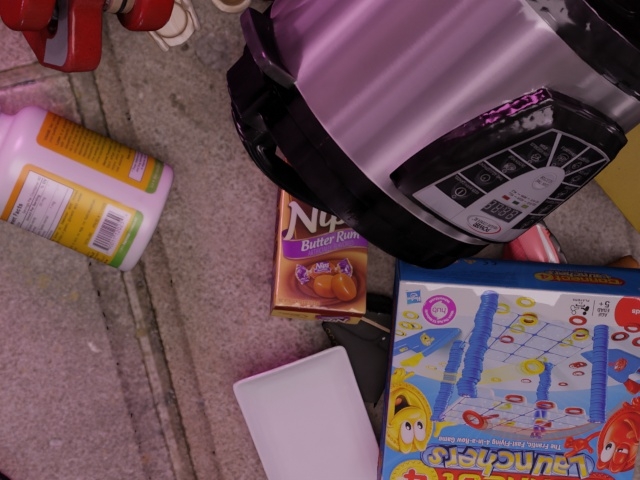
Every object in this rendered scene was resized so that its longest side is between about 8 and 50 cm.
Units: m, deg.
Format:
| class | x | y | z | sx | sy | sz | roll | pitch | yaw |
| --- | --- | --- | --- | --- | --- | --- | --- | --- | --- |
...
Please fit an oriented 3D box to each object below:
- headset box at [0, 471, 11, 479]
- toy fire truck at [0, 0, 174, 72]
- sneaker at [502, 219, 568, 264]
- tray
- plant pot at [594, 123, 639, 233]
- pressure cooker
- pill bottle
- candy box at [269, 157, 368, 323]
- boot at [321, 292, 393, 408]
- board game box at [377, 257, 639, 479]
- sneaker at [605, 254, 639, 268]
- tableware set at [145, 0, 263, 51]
| class | x | y | z | sx | sy | sz | roll | pitch | yaw |
| --- | --- | --- | --- | --- | --- | --- | --- | --- | --- |
| headset box | -0.536 | 0.336 | 1.709 | 0.283 | 0.131 | 0.246 | 40 | 96 | -14 |
| toy fire truck | -0.282 | -0.339 | 1.527 | 0.169 | 0.254 | 0.302 | -6 | 105 | -30 |
| sneaker | 0.245 | 0.103 | 1.764 | 0.136 | 0.116 | 0.313 | -13 | 105 | -3 |
| tray | -0.005 | 0.257 | 1.789 | 0.145 | 0.030 | 0.270 | -20 | 117 | -3 |
| plant pot | 0.404 | -0.132 | 1.692 | 0.187 | 0.212 | 0.212 | -38 | 105 | 16 |
| pressure cooker | 0.127 | -0.176 | 1.536 | 0.420 | 0.375 | 0.370 | -40 | 94 | 24 |
| pill bottle | -0.305 | -0.071 | 1.639 | 0.246 | 0.136 | 0.136 | 24 | 99 | -12 |
| candy box | 0.000 | 0.000 | 1.695 | 0.109 | 0.053 | 0.186 | 5 | 70 | -8 |
| boot | 0.015 | 0.122 | 1.765 | 0.198 | 0.077 | 0.137 | 24 | 110 | -6 |
| board game box | 0.230 | 0.176 | 1.704 | 0.308 | 0.086 | 0.302 | 3 | 113 | 0 |
| sneaker | 0.452 | 0.139 | 1.803 | 0.123 | 0.106 | 0.290 | -43 | 104 | 7 |
| tableware set | -0.153 | -0.311 | 1.661 | 0.169 | 0.020 | 0.141 | -25 | 105 | 0 |
